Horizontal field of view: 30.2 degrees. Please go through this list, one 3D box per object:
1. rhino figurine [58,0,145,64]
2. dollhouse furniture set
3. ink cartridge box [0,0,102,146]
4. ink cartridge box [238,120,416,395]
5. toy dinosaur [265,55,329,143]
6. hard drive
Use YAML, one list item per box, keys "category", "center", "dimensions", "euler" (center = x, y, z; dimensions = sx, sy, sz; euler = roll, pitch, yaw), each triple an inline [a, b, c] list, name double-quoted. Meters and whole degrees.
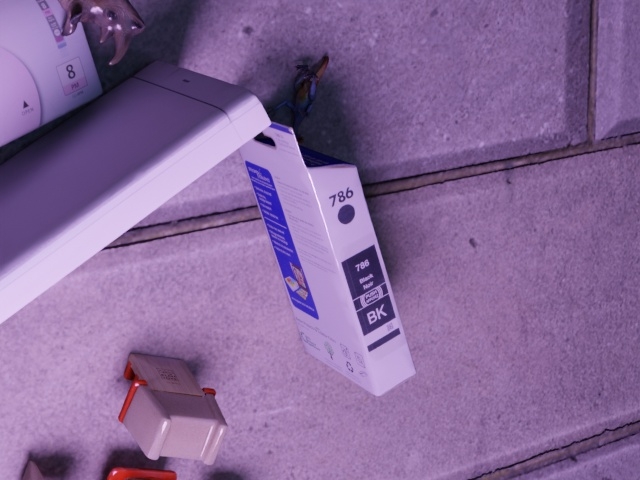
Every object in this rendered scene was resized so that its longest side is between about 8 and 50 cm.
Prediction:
- category: "rhino figurine"
  center: [-0.222, -0.284, 1.118]
  dimensions: [0.106, 0.073, 0.243]
  euler: [-12, 91, -27]
- category: "dollhouse furniture set"
  center: [-0.199, 0.272, 1.313]
  dimensions: [0.262, 0.135, 0.259]
  euler: [12, 109, -33]
- category: "ink cartridge box"
  center: [-0.315, -0.207, 1.091]
  dimensions: [0.189, 0.066, 0.232]
  euler: [-36, 125, -40]
- category: "ink cartridge box"
  center: [0.000, 0.000, 1.307]
  dimensions: [0.065, 0.165, 0.332]
  euler: [-29, 118, -21]
- category: "toy dinosaur"
  center: [-0.014, -0.152, 1.331]
  dimensions: [0.090, 0.047, 0.082]
  euler: [-27, 135, -34]
- category: "hard drive"
  center: [-0.242, -0.043, 1.107]
  dimensions: [0.353, 0.233, 0.047]
  euler: [-38, 121, -16]
